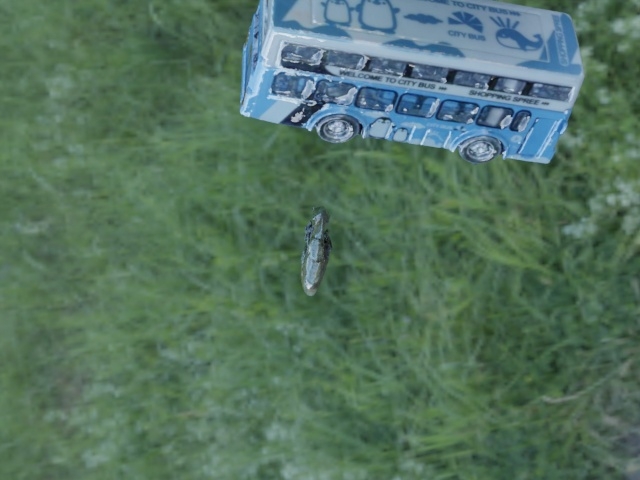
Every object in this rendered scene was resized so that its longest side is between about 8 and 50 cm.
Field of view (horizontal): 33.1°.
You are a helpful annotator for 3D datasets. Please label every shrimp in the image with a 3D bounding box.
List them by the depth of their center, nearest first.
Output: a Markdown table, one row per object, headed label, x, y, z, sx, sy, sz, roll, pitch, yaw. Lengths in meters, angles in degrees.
| label | x | y | z | sx | sy | sz | roll | pitch | yaw |
| --- | --- | --- | --- | --- | --- | --- | --- | --- | --- |
| shrimp | 0.000 | 0.000 | 1.201 | 0.161 | 0.034 | 0.091 | -87 | 10 | -69 |

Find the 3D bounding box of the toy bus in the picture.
| label | x | y | z | sx | sy | sz | roll | pitch | yaw |
| --- | --- | --- | --- | --- | --- | --- | --- | --- | --- |
| toy bus | 0.082 | -0.155 | 0.975 | 0.131 | 0.297 | 0.106 | 109 | 164 | -51 |
